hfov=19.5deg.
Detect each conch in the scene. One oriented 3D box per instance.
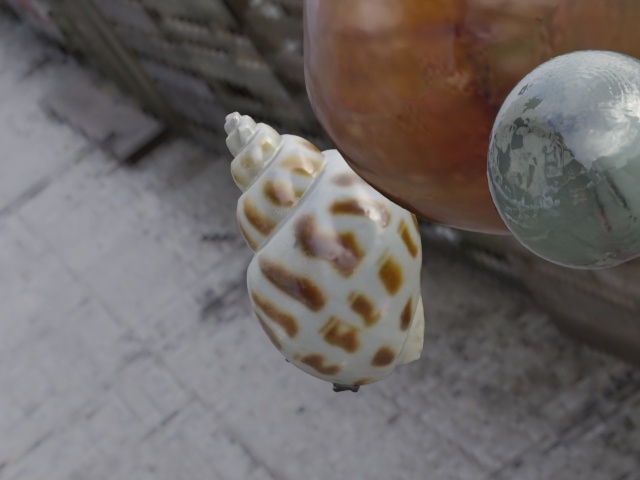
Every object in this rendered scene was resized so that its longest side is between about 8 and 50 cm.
[{"bbox_3d":[0.000,0.000,1.759,0.183,0.275,0.149,-35,-19,-9],"label":"conch"}]

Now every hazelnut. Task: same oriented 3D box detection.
[{"bbox_3d":[0.145,-0.186,1.455,0.372,0.315,0.372,-23,44,24],"label":"hazelnut"}]

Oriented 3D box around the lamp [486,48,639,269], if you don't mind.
[{"bbox_3d":[0.130,-0.038,0.892,0.105,0.105,0.105,-32,20,13],"label":"lamp"}]
